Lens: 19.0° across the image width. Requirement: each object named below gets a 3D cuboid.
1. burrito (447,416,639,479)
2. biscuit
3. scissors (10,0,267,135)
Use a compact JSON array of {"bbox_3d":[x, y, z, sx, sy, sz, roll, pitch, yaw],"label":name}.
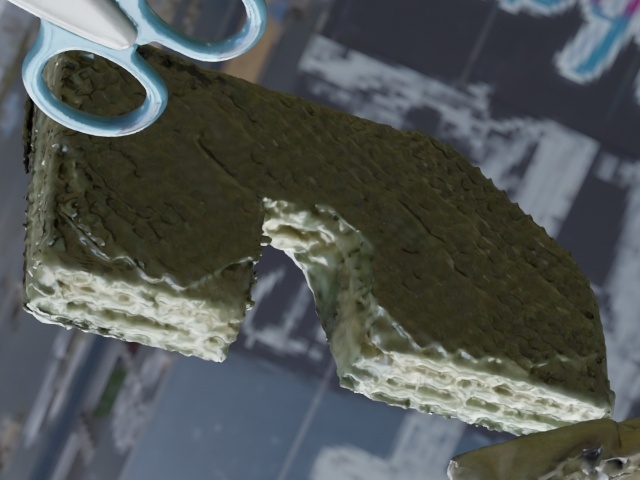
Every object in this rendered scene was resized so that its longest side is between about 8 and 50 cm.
[{"bbox_3d":[0.118,0.054,0.405,0.188,0.058,0.045,-7,172,-17],"label":"burrito"},{"bbox_3d":[0.000,0.000,0.779,0.250,0.046,0.147,17,-140,-17],"label":"biscuit"},{"bbox_3d":[-0.064,-0.058,0.399,0.119,0.058,0.014,31,-148,-43],"label":"scissors"}]
